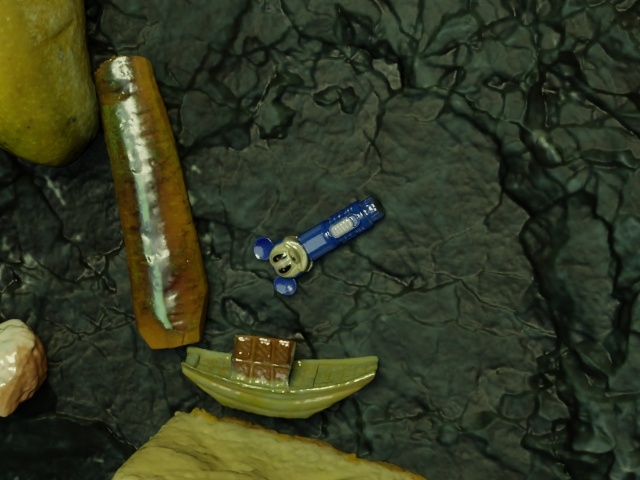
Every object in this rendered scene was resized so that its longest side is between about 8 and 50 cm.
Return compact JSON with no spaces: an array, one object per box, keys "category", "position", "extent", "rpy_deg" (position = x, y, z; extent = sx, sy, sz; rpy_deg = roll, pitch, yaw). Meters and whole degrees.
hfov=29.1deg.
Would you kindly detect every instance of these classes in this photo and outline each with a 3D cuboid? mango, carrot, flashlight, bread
[{"category":"mango","position":[-0.275,-0.219,1.006],"extent":[0.175,0.176,0.329],"rpy_deg":[-8,91,47]},{"category":"carrot","position":[-0.150,-0.033,1.085],"extent":[0.070,0.070,0.260],"rpy_deg":[-9,98,16]},{"category":"flashlight","position":[0.000,0.000,1.066],"extent":[0.121,0.035,0.057],"rpy_deg":[-30,92,18]},{"category":"bread","position":[-0.054,0.319,1.057],"extent":[0.279,0.207,0.279],"rpy_deg":[18,106,11]}]

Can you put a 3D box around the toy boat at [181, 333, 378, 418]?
[{"category":"toy boat","position":[-0.036,0.115,1.084],"extent":[0.172,0.065,0.066],"rpy_deg":[5,113,6]}]

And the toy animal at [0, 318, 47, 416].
[{"category":"toy animal","position":[-0.321,0.166,1.154],"extent":[0.185,0.104,0.184],"rpy_deg":[-23,93,13]}]
